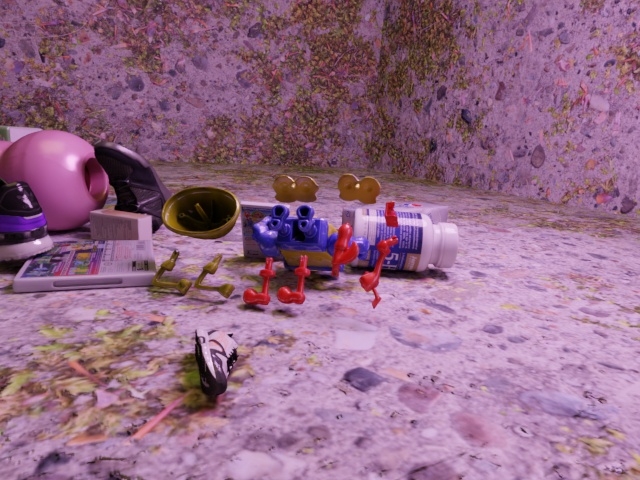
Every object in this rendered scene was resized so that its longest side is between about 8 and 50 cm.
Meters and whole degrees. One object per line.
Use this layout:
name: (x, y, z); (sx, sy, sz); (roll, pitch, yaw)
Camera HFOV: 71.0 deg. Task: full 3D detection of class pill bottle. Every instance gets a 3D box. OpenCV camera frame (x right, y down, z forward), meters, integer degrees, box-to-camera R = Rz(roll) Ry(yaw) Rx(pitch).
pill bottle: (0.151, 0.002, 0.834); (0.187, 0.111, 0.112); (5, 14, 2)

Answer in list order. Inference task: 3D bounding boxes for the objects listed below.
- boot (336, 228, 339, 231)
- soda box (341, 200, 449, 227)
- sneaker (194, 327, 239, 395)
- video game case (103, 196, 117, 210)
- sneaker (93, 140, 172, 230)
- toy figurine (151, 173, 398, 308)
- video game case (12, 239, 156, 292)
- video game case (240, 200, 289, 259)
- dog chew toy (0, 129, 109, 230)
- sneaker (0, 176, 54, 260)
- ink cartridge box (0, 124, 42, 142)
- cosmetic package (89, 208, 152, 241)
boot: (0.000, 0.000, 0.917); (0.158, 0.059, 0.084); (1, 9, -9)
soda box: (0.178, -0.035, 1.035); (0.287, 0.091, 0.098); (-9, 18, -44)
sneaker: (-0.100, 0.115, 0.445); (0.044, 0.040, 0.109); (2, 14, -19)
video game case: (-0.572, -0.084, 1.142); (0.207, 0.026, 0.227); (4, 13, -3)
sneaker: (-0.390, -0.093, 0.923); (0.087, 0.227, 0.130); (3, 58, 15)
toy figurine: (-0.052, 0.027, 0.731); (0.364, 0.191, 0.217); (0, -18, 13)
video game case: (-0.366, 0.035, 0.725); (0.184, 0.023, 0.201); (-1, 16, -22)
video game case: (-0.100, -0.016, 0.822); (0.087, 0.121, 0.011); (5, 39, 2)
dog chew toy: (-0.624, -0.118, 0.924); (0.333, 0.206, 0.206); (-3, 14, 1)
sneaker: (-0.566, -0.053, 0.718); (0.294, 0.145, 0.102); (2, 19, 13)
ink cartridge box: (-0.819, -0.175, 1.064); (0.279, 0.201, 0.117); (5, 13, 5)
cosmetic package: (-0.393, -0.026, 0.887); (0.115, 0.060, 0.041); (10, 16, 15)
